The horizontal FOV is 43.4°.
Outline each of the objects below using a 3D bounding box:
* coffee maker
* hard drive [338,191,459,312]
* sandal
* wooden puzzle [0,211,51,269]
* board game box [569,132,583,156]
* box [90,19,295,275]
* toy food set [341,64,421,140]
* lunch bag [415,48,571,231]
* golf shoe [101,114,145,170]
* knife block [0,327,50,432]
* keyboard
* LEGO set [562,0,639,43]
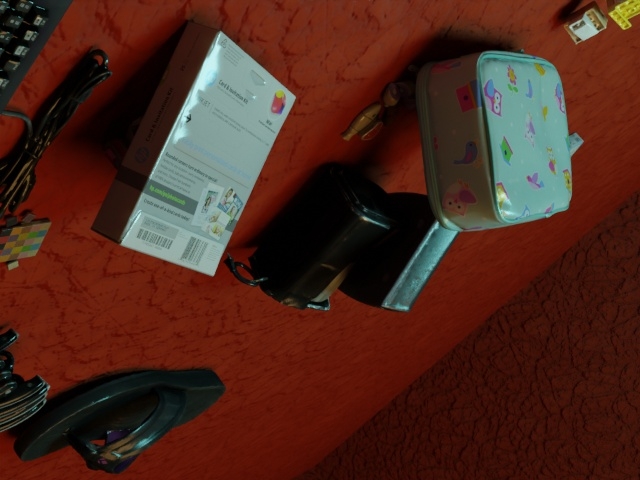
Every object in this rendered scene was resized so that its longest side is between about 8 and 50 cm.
[{"bbox_3d":[0.000,0.000,1.052,0.178,0.120,0.171,-49,161,26],"label":"coffee maker"},{"bbox_3d":[0.100,0.016,1.123,0.172,0.054,0.254,-57,-165,-3],"label":"hard drive"},{"bbox_3d":[-0.275,0.286,1.263,0.167,0.107,0.445,-43,160,18],"label":"sandal"},{"bbox_3d":[-0.278,0.000,0.739,0.049,0.006,0.083,-14,151,-49],"label":"wooden puzzle"},{"bbox_3d":[0.458,-0.157,1.648,0.154,0.026,0.103,-26,158,-31],"label":"board game box"},{"bbox_3d":[-0.102,-0.071,0.692,0.186,0.038,0.145,-65,154,-1],"label":"box"},{"bbox_3d":[0.086,-0.160,0.986,0.122,0.019,0.078,-45,160,24],"label":"toy food set"},{"bbox_3d":[0.225,-0.131,1.016,0.108,0.224,0.279,-9,-178,35],"label":"lunch bag"},{"bbox_3d":[-0.130,-0.062,0.762,0.086,0.067,0.186,-38,161,-3],"label":"golf shoe"},{"bbox_3d":[-0.425,0.197,0.816,0.275,0.088,0.242,-39,161,6],"label":"knife block"},{"bbox_3d":[-0.244,-0.087,0.559,0.317,0.033,0.201,-45,160,26],"label":"keyboard"},{"bbox_3d":[0.417,-0.371,1.013,0.132,0.107,0.287,4,155,-9],"label":"LEGO set"}]
